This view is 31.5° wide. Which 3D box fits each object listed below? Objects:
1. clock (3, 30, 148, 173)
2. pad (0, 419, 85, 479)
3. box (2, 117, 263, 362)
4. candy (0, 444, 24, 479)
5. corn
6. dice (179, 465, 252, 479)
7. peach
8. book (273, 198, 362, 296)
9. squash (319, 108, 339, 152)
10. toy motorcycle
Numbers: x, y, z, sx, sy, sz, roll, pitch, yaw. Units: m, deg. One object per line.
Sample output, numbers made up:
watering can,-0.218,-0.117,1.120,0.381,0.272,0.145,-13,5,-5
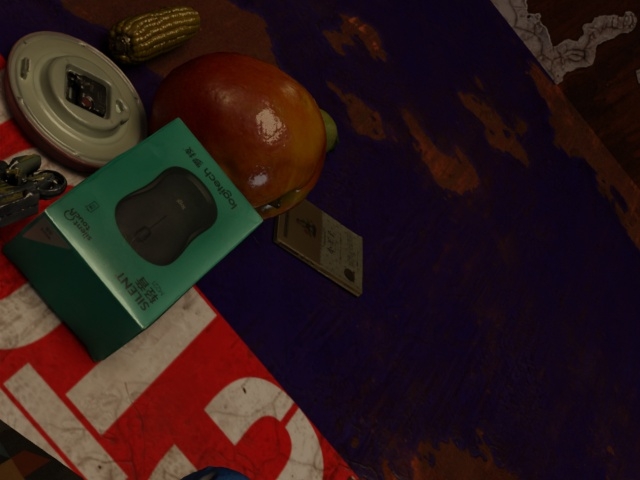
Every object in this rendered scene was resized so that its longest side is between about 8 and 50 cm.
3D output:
clock,-0.358,-0.207,1.679,0.244,0.056,0.244,33,39,-31
pad,-0.372,0.233,1.213,0.211,0.003,0.143,29,28,18
box,-0.244,-0.009,1.545,0.205,0.118,0.311,50,43,-3
candy,-0.341,0.279,1.238,0.095,0.085,0.110,36,28,-21
corn,-0.274,-0.349,1.891,0.080,0.080,0.231,52,32,-4
dice,-0.136,0.368,1.357,0.146,0.143,0.146,53,32,-8
peach,-0.127,-0.166,1.758,0.281,0.238,0.280,1,75,-5
book,0.000,0.000,1.971,0.199,0.016,0.138,34,38,-27
squash,-0.038,-0.201,2.024,0.137,0.137,0.287,56,27,3
toy motorcycle,-0.423,-0.064,1.441,0.124,0.061,0.193,32,41,24
